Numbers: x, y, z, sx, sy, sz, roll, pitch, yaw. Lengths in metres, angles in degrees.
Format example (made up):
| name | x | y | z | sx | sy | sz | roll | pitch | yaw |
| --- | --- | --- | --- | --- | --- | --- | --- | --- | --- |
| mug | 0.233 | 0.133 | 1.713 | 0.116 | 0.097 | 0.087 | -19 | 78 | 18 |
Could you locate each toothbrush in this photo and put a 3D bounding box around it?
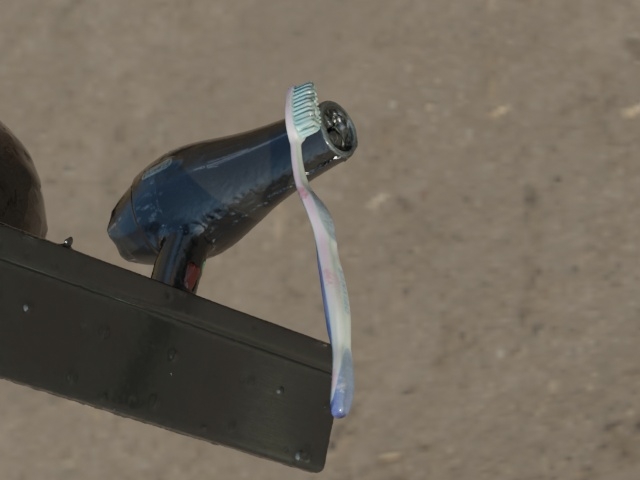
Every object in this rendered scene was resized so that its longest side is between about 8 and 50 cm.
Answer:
| name | x | y | z | sx | sy | sz | roll | pitch | yaw |
| --- | --- | --- | --- | --- | --- | --- | --- | --- | --- |
| toothbrush | 0.000 | 0.000 | 1.307 | 0.027 | 0.021 | 0.269 | -31 | 49 | 30 |

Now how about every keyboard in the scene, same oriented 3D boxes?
| name | x | y | z | sx | sy | sz | roll | pitch | yaw |
| --- | --- | --- | --- | --- | --- | --- | --- | --- | --- |
| keyboard | -0.104 | 0.072 | 1.299 | 0.018 | 0.310 | 0.101 | -1 | 72 | 50 |

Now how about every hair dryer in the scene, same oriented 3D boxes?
| name | x | y | z | sx | sy | sz | roll | pitch | yaw |
| --- | --- | --- | --- | --- | --- | --- | --- | --- | --- |
| hair dryer | -0.079 | 0.026 | 1.472 | 0.235 | 0.091 | 0.271 | -24 | 41 | 34 |

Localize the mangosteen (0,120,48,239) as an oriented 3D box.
| name | x | y | z | sx | sy | sz | roll | pitch | yaw |
| --- | --- | --- | --- | --- | --- | --- | --- | --- | --- |
| mangosteen | -0.455 | -0.027 | 2.104 | 0.330 | 0.330 | 0.330 | 0 | 90 | 40 |
